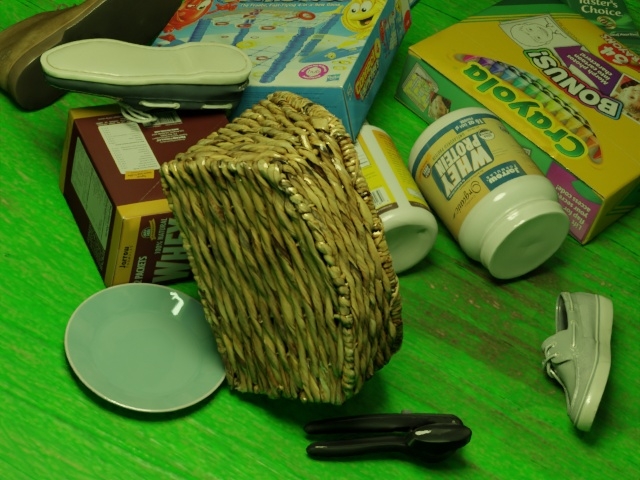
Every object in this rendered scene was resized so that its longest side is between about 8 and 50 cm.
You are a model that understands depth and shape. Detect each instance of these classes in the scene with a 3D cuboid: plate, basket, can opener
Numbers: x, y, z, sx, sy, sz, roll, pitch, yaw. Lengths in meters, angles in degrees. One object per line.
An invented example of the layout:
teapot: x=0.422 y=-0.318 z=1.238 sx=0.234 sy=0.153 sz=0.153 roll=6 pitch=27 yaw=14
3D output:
plate: x=-0.195 y=0.124 z=1.553 sx=0.188 sy=0.024 sz=0.188 roll=10 pitch=44 yaw=-10
basket: x=0.000 y=0.000 z=1.505 sx=0.213 sy=0.299 sz=0.223 roll=0 pitch=26 yaw=38
can opener: x=0.073 y=0.214 z=1.529 sx=0.186 sy=0.073 sz=0.059 roll=1 pitch=53 yaw=-4

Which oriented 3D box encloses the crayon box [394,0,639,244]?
crayon box: x=0.344 y=-0.196 z=1.997 sx=0.363 sy=0.106 sz=0.313 roll=40 pitch=47 yaw=22

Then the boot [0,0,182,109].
boot: x=-0.320 y=-0.298 z=1.860 sx=0.305 sy=0.112 sz=0.115 roll=-36 pitch=52 yaw=-26

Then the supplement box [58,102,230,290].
supplement box: x=-0.190 y=-0.060 z=1.664 sx=0.191 sy=0.129 sz=0.194 roll=-10 pitch=50 yaw=-27

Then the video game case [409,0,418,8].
video game case: x=0.094 y=-0.434 z=2.222 sx=0.166 sy=0.015 sz=0.119 roll=29 pitch=45 yaw=11

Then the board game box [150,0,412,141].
board game box: x=-0.063 y=-0.255 z=1.852 sx=0.308 sy=0.086 sz=0.302 roll=3 pitch=40 yaw=19

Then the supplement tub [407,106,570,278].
supplement tub: x=0.219 y=-0.062 z=1.791 sx=0.144 sy=0.144 sz=0.199 roll=-13 pitch=51 yaw=-29

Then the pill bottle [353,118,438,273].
pill bottle: x=0.060 y=-0.066 z=1.762 sx=0.117 sy=0.117 sz=0.215 roll=-5 pitch=48 yaw=-23

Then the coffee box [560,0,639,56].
coffee box: x=0.453 y=-0.346 z=2.233 sx=0.113 sy=0.040 sz=0.184 roll=5 pitch=45 yaw=-14

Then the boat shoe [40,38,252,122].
boat shoe: x=-0.208 y=-0.190 z=1.638 sx=0.254 sy=0.079 sz=0.095 roll=-6 pitch=45 yaw=-27

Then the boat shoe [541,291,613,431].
boat shoe: x=0.307 y=0.143 z=1.671 sx=0.081 sy=0.079 sz=0.227 roll=13 pitch=37 yaw=5
